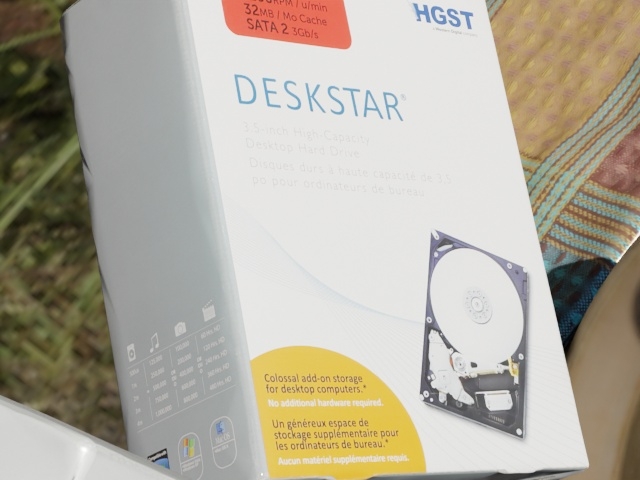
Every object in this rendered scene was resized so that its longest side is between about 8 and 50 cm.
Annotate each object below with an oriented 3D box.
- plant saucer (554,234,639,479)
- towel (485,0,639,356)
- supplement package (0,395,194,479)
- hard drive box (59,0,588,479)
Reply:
[{"bbox_3d":[0.172,0.108,0.761,0.041,0.278,0.278,10,126,-26],"label":"plant saucer"},{"bbox_3d":[0.075,-0.081,1.059,0.040,0.271,0.370,46,167,-35],"label":"towel"},{"bbox_3d":[-0.063,0.101,0.481,0.105,0.179,0.105,17,80,33],"label":"supplement package"},{"bbox_3d":[0.000,0.000,0.854,0.089,0.181,0.232,-30,66,46],"label":"hard drive box"}]
